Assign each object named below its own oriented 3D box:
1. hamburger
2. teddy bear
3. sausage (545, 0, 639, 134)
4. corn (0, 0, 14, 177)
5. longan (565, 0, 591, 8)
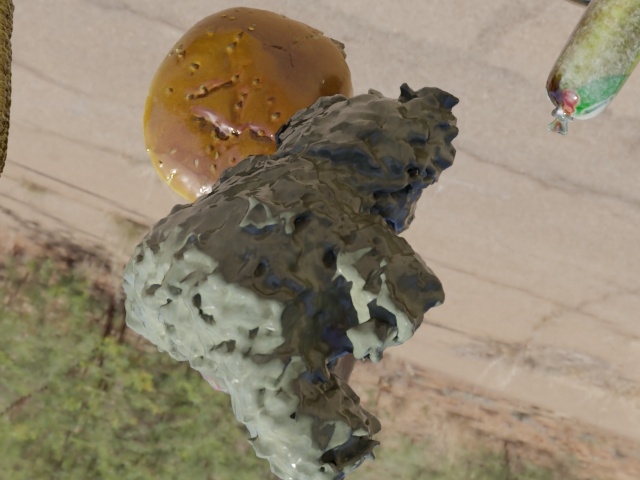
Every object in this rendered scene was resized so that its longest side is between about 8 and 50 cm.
[{"bbox_3d":[-0.099,-0.180,1.355,0.290,0.314,0.170,28,178,5],"label":"hamburger"},{"bbox_3d":[0.000,0.000,0.910,0.357,0.367,0.224,30,153,48],"label":"teddy bear"},{"bbox_3d":[0.166,-0.158,0.376,0.033,0.269,0.033,27,-160,-10],"label":"sausage"},{"bbox_3d":[-0.252,-0.132,0.652,0.080,0.238,0.080,-6,150,-4],"label":"corn"},{"bbox_3d":[0.344,-0.413,1.007,0.361,0.361,0.361,16,164,5],"label":"longan"}]
